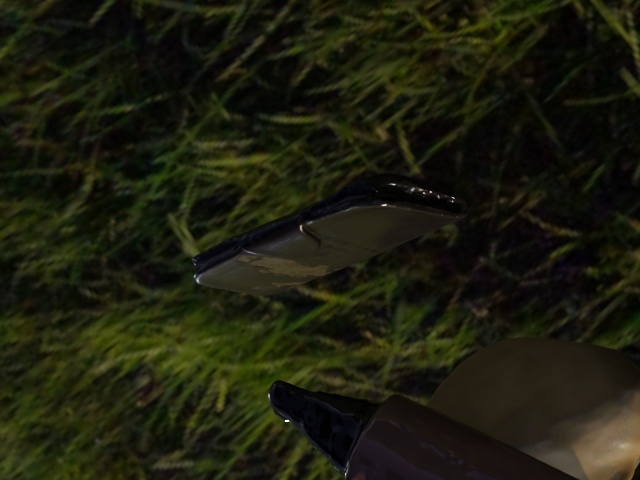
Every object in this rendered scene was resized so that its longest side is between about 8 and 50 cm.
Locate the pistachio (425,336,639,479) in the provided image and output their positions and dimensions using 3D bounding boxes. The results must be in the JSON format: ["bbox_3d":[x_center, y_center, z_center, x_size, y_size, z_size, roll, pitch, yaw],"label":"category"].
[{"bbox_3d":[0.157,0.148,0.867,0.117,0.201,0.145,85,163,-58],"label":"pistachio"}]

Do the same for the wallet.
[{"bbox_3d":[0.000,0.000,0.634,0.157,0.082,0.018,-23,67,40],"label":"wallet"}]

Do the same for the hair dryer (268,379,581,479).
[{"bbox_3d":[0.127,0.121,0.399,0.344,0.106,0.189,24,137,17],"label":"hair dryer"}]
